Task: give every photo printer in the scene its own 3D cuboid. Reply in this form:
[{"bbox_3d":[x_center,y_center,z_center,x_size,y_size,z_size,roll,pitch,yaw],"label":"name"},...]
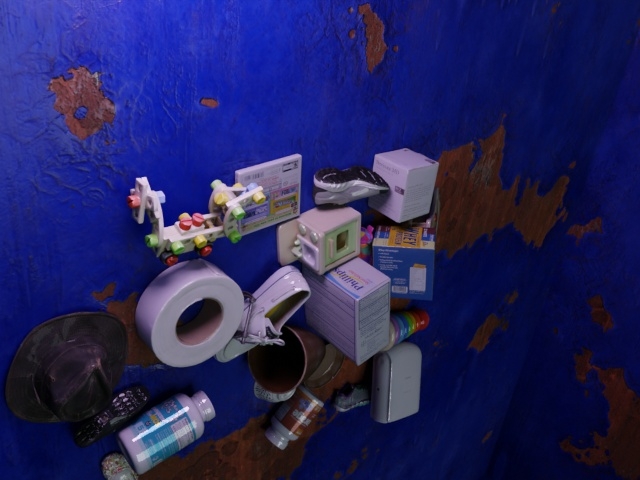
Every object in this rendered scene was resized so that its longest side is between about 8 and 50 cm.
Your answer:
[{"bbox_3d":[0.313,0.565,2.474,0.256,0.107,0.308,3,90,-50],"label":"photo printer"}]

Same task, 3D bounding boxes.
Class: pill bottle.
[{"bbox_3d":[-0.097,0.629,2.159,0.216,0.121,0.121,-51,140,-7],"label":"pill bottle"},{"bbox_3d":[-0.438,0.537,1.740,0.264,0.146,0.146,-27,132,-31],"label":"pill bottle"}]

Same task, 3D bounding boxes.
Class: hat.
[{"bbox_3d":[-0.588,0.340,1.471,0.331,0.134,0.331,-24,130,-32],"label":"hat"}]

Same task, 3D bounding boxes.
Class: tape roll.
[{"bbox_3d":[-0.348,0.196,1.638,0.286,0.100,0.286,-24,130,-32],"label":"tape roll"}]

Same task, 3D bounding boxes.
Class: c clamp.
[{"bbox_3d":[-0.219,0.220,1.733,0.022,0.137,0.161,29,61,-48],"label":"c clamp"}]

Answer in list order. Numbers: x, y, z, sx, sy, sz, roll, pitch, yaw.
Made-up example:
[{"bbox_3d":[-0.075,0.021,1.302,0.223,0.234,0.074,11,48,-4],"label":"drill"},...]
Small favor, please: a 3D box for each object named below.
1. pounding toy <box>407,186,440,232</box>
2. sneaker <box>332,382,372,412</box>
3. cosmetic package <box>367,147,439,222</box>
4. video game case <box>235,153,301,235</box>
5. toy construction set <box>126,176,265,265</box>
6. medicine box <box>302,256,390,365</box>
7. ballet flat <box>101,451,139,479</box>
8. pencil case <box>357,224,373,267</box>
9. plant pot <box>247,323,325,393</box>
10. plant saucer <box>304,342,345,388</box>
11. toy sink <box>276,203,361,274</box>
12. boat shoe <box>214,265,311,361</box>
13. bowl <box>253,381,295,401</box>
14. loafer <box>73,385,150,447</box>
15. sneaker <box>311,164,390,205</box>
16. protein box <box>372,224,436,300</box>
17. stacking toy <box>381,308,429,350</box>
[{"bbox_3d":[0.323,-0.063,2.104,0.154,0.154,0.270,57,41,-59],"label":"pounding toy"},{"bbox_3d":[0.149,0.607,2.424,0.223,0.083,0.098,-14,120,-38],"label":"sneaker"},{"bbox_3d":[0.265,-0.181,1.959,0.151,0.151,0.184,-18,126,-36],"label":"cosmetic package"},{"bbox_3d":[-0.143,-0.128,1.687,0.212,0.023,0.193,-22,129,-35],"label":"video game case"},{"bbox_3d":[-0.309,-0.056,1.470,0.327,0.151,0.215,-1,141,-36],"label":"toy construction set"},{"bbox_3d":[0.082,0.200,1.942,0.149,0.263,0.289,-27,133,-31],"label":"medicine box"},{"bbox_3d":[-0.567,0.712,1.782,0.091,0.077,0.241,-34,135,-24],"label":"ballet flat"},{"bbox_3d":[0.134,0.065,2.034,0.104,0.104,0.236,-29,135,-29],"label":"pencil case"},{"bbox_3d":[-0.082,0.367,1.959,0.230,0.215,0.215,5,113,-62],"label":"plant pot"},{"bbox_3d":[0.006,0.449,2.210,0.198,0.036,0.199,-24,130,-32],"label":"plant saucer"},{"bbox_3d":[0.000,0.000,1.830,0.234,0.131,0.153,-24,130,-32],"label":"toy sink"},{"bbox_3d":[-0.163,0.253,1.785,0.367,0.156,0.136,-44,140,3],"label":"boat shoe"},{"bbox_3d":[-0.136,0.492,2.062,0.170,0.080,0.170,-24,130,-32],"label":"bowl"},{"bbox_3d":[-0.564,0.474,1.640,0.223,0.076,0.078,-35,172,-32],"label":"loafer"},{"bbox_3d":[0.089,-0.161,1.843,0.271,0.100,0.108,-4,131,-30],"label":"sneaker"},{"bbox_3d":[0.277,0.072,2.002,0.136,0.199,0.201,-69,159,-57],"label":"protein box"},{"bbox_3d":[0.320,0.329,2.381,0.330,0.141,0.141,-10,122,-47],"label":"stacking toy"}]
